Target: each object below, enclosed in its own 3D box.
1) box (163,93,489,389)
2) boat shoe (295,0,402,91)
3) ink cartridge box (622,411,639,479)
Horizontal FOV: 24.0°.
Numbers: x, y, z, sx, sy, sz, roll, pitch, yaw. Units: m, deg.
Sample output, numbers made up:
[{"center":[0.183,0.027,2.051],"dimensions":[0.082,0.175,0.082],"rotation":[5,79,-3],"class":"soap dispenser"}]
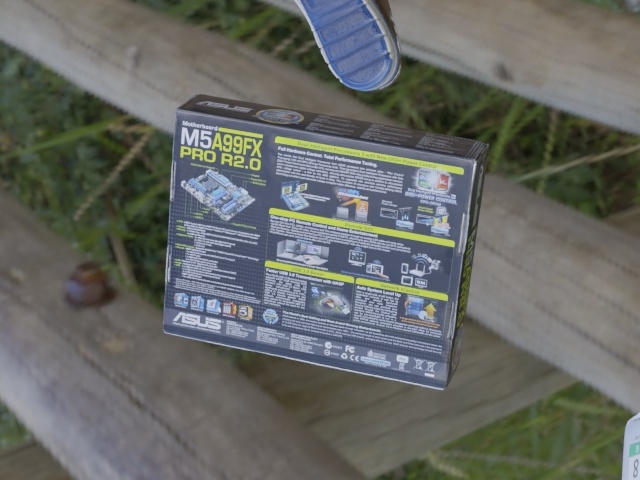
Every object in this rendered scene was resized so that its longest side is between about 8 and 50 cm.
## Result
[{"center":[0.000,0.000,1.325],"dimensions":[0.270,0.060,0.216],"rotation":[10,111,13],"class":"box"},{"center":[0.009,-0.194,1.111],"dimensions":[0.066,0.066,0.183],"rotation":[-20,86,18],"class":"boat shoe"},{"center":[0.240,0.207,0.756],"dimensions":[0.056,0.181,0.224],"rotation":[122,157,-68],"class":"ink cartridge box"}]
